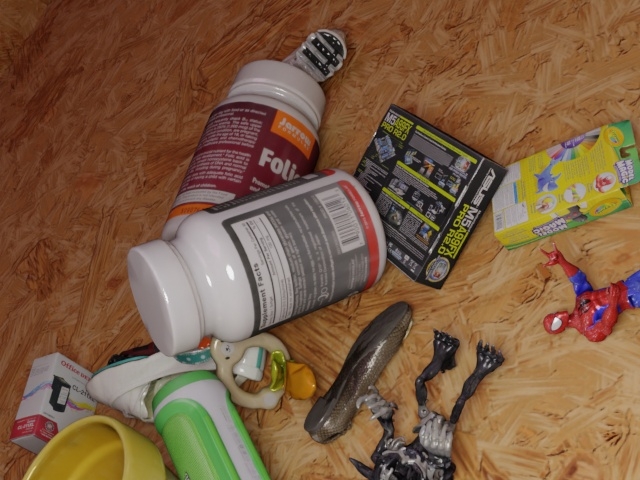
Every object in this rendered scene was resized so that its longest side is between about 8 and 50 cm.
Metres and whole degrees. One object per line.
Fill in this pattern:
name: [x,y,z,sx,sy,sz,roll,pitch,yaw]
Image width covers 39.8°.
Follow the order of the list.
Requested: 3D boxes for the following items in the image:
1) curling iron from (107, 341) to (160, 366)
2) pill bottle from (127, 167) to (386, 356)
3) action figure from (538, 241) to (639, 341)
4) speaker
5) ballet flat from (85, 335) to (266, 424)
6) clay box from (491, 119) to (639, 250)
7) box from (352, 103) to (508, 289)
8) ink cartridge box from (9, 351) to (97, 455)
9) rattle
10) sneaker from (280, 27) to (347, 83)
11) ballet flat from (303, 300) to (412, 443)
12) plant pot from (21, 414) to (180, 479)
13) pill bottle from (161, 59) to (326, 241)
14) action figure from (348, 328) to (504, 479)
curling iron: [-0.307,0.218,1.673,0.274,0.035,0.068,-18,51,33]
pill bottle: [-0.097,0.033,1.366,0.362,0.210,0.210,-20,30,-25]
action figure: [0.390,0.040,1.096,0.280,0.139,0.092,-29,40,25]
speaker: [-0.142,0.339,1.284,0.131,0.131,0.297,-39,58,11]
ballet flat: [-0.260,0.249,1.545,0.400,0.139,0.139,-24,44,26]
clay box: [0.359,-0.081,1.287,0.222,0.053,0.128,-21,45,29]
box: [0.151,-0.077,1.425,0.216,0.060,0.270,-62,37,11]
ink cartridge box: [-0.502,0.321,1.693,0.072,0.127,0.175,-19,47,29]
rattle: [-0.124,0.194,1.373,0.130,0.199,0.143,-53,19,5]
sneaker: [-0.054,-0.348,1.881,0.292,0.110,0.118,-33,17,26]
ballet flat: [0.067,0.200,1.330,0.250,0.058,0.084,-54,17,-17]
plant pot: [-0.295,0.424,1.322,0.254,0.239,0.254,-24,44,26]
pill bottle: [-0.129,-0.128,1.650,0.224,0.224,0.392,-8,54,39]
action figure: [0.126,0.246,1.162,0.164,0.141,0.276,18,70,37]
